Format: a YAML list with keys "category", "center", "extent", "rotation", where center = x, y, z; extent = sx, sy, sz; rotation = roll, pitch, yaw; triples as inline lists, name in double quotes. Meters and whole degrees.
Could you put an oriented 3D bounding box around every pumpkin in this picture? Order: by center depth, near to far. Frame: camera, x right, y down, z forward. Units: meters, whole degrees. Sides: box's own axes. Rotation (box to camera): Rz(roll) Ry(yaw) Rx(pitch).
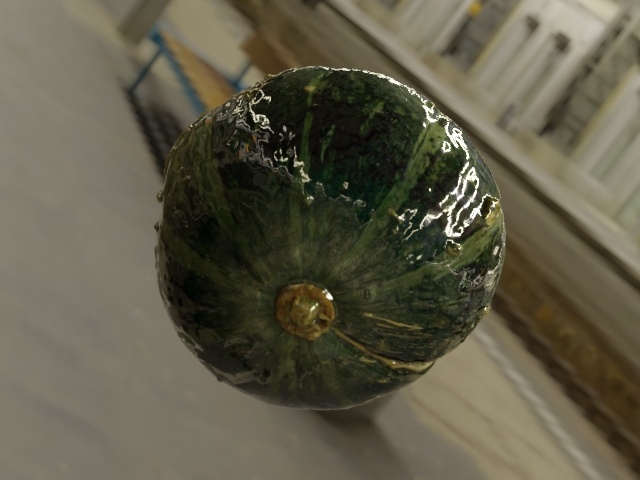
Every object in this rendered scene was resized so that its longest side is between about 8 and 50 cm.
- category: "pumpkin"
  center: [0.001, -0.001, 0.973]
  extent: [0.190, 0.190, 0.146]
  rotation: [36, 14, -10]
